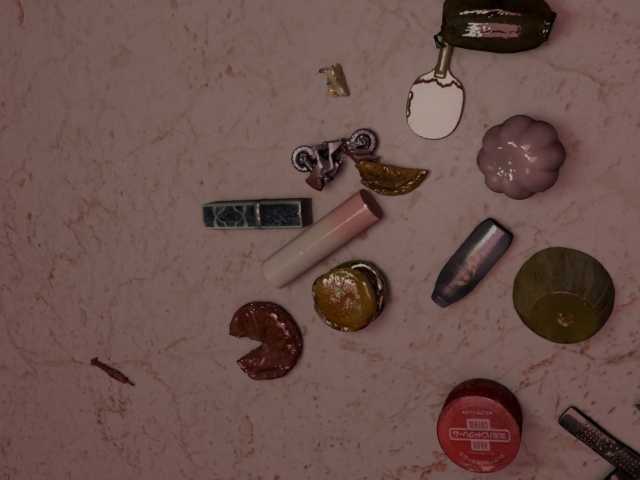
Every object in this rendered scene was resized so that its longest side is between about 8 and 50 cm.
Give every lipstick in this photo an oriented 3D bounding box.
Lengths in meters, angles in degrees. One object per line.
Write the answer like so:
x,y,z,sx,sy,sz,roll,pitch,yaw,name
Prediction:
-0.167,-0.067,1.612,0.289,0.076,0.078,0,101,23,lipstick
0.000,0.000,1.553,0.326,0.087,0.087,-36,86,22,lipstick

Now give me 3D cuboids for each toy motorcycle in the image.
0.039,-0.190,1.512,0.212,0.084,0.118,-15,92,10,toy motorcycle

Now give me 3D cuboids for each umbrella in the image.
-0.629,0.398,1.896,0.165,0.025,0.027,25,129,17,umbrella

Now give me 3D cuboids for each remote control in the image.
0.640,0.458,1.423,0.212,0.028,0.059,37,106,11,remote control

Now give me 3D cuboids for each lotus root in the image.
0.364,-0.458,1.319,0.240,0.123,0.124,10,130,16,lotus root

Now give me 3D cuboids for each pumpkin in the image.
0.528,0.134,1.371,0.217,0.110,0.218,5,106,17,pumpkin

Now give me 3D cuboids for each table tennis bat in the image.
0.266,-0.347,1.430,0.131,0.022,0.235,14,105,19,table tennis bat

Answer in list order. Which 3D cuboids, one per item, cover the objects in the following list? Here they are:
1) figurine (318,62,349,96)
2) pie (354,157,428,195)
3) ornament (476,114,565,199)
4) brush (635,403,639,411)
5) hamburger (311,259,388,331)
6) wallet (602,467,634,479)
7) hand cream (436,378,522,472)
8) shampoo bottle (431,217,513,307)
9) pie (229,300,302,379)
0.032,-0.377,1.504,0.050,0.047,0.083,-15,101,37,figurine
0.159,-0.146,1.480,0.169,0.034,0.092,13,129,-3,pie
0.425,-0.176,1.333,0.177,0.177,0.178,4,101,20,ornament
0.802,0.448,1.349,0.060,0.068,0.297,-41,87,0,brush
0.069,0.136,1.546,0.177,0.113,0.186,36,118,5,hamburger
0.738,0.657,1.401,0.309,0.042,0.165,37,114,9,wallet
0.372,0.427,1.466,0.193,0.125,0.193,4,101,21,hand cream
0.342,0.057,1.453,0.087,0.049,0.234,41,111,12,shampoo bottle
-0.150,0.267,1.675,0.204,0.054,0.219,-26,90,23,pie
